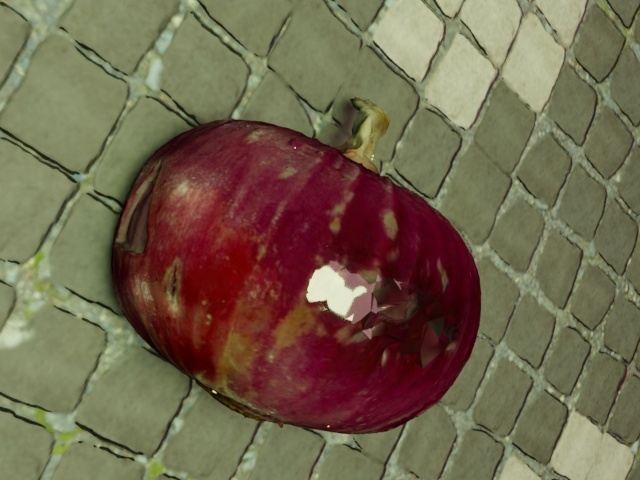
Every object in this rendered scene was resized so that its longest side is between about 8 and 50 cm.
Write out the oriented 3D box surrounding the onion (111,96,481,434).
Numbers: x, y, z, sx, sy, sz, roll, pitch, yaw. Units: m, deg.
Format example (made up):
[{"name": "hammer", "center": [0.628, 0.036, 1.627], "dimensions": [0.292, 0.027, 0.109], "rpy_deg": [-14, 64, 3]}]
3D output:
[{"name": "onion", "center": [-0.009, 0.027, 0.649], "dimensions": [0.256, 0.230, 0.272], "rpy_deg": [1, 102, -38]}]
